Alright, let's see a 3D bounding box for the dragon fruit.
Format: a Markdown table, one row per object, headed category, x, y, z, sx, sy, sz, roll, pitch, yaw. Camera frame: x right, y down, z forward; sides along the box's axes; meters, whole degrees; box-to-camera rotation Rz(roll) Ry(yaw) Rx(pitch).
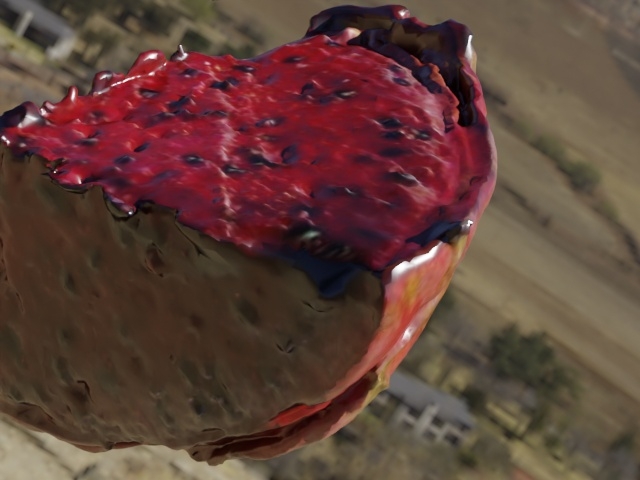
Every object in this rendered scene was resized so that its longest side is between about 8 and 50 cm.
| category | x | y | z | sx | sy | sz | roll | pitch | yaw |
| --- | --- | --- | --- | --- | --- | --- | --- | --- | --- |
| dragon fruit | 0.000 | 0.009 | 0.963 | 0.286 | 0.228 | 0.329 | 16 | 31 | 27 |
